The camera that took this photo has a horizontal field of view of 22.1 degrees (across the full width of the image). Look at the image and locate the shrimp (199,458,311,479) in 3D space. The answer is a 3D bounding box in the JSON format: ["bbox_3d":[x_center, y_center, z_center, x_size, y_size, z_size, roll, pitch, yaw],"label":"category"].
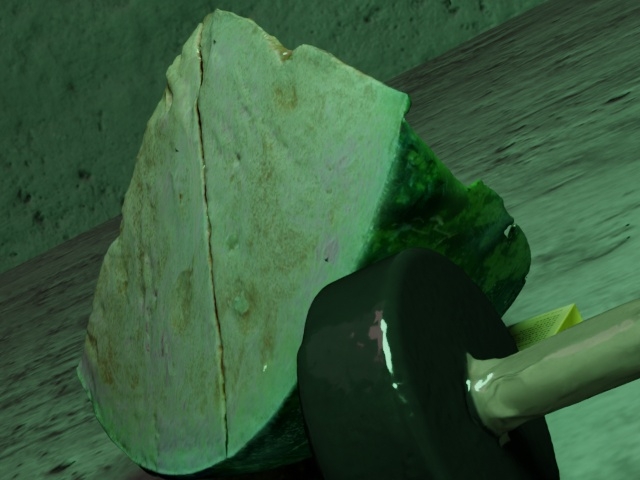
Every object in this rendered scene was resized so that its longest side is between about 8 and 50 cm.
[{"bbox_3d":[-0.082,0.169,0.961,0.178,0.034,0.124,-22,10,-16],"label":"shrimp"}]

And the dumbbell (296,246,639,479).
[{"bbox_3d":[0.115,0.048,0.677,0.218,0.152,0.152,-25,11,24],"label":"dumbbell"}]

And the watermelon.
[{"bbox_3d":[0.017,0.018,0.972,0.222,0.319,0.292,1,26,-33],"label":"watermelon"}]

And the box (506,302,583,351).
[{"bbox_3d":[0.098,0.083,0.923,0.073,0.020,0.149,-23,12,31],"label":"box"}]
